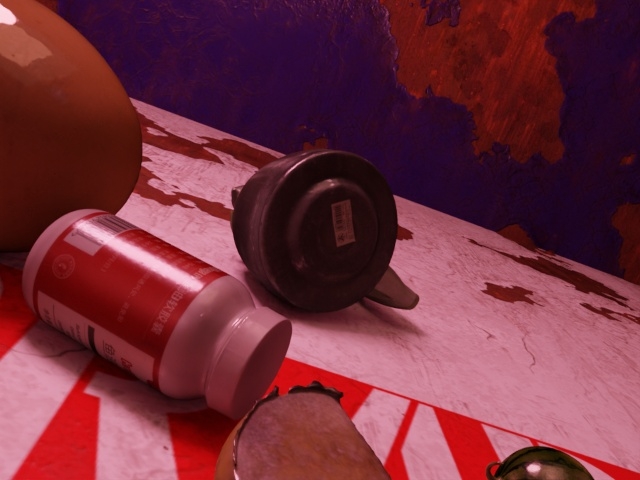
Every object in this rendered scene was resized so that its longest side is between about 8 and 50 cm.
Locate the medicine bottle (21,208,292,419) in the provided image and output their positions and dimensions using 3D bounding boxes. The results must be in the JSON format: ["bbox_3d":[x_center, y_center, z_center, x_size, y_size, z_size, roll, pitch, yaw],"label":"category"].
[{"bbox_3d":[-0.161,0.070,0.667,0.250,0.131,0.131,26,14,18],"label":"medicine bottle"}]

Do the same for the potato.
[{"bbox_3d":[0.003,0.209,0.444,0.138,0.098,0.243,6,26,-38],"label":"potato"}]

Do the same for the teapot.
[{"bbox_3d":[0.000,-0.023,1.085,0.322,0.239,0.239,6,6,-33],"label":"teapot"}]

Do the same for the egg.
[{"bbox_3d":[-0.390,-0.141,0.777,0.374,0.301,0.301,19,13,-13],"label":"egg"}]

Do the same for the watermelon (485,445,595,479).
[{"bbox_3d":[0.205,0.242,0.632,0.109,0.109,0.109,20,13,-5],"label":"watermelon"}]
